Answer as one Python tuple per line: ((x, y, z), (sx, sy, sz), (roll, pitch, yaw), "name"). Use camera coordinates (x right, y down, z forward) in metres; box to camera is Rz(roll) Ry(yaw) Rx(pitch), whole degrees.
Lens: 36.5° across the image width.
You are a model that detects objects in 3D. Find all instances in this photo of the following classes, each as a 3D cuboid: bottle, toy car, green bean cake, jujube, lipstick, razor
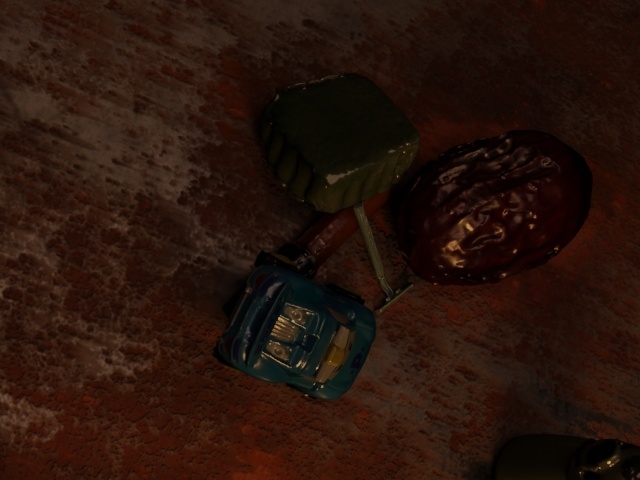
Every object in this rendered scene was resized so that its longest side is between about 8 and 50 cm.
((0.447, 0.410, 1.632), (0.168, 0.347, 0.169), (5, 78, -22), "bottle")
((-0.016, 0.153, 1.531), (0.314, 0.166, 0.198), (28, 88, -42), "toy car")
((0.024, -0.169, 1.631), (0.227, 0.125, 0.223), (-22, 62, -28), "green bean cake")
((0.304, -0.056, 1.716), (0.376, 0.258, 0.259), (-17, 89, -18), "jujube")
((0.000, 0.000, 1.655), (0.418, 0.077, 0.077), (-44, 99, -24), "lipstick")
((0.094, 0.023, 1.681), (0.084, 0.036, 0.211), (-36, 120, -24), "razor")
